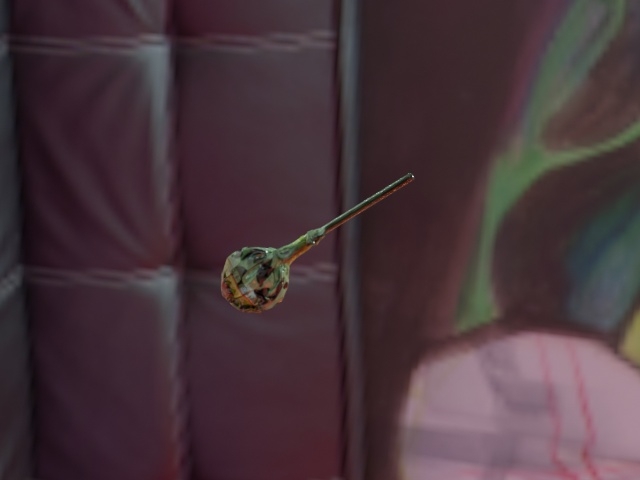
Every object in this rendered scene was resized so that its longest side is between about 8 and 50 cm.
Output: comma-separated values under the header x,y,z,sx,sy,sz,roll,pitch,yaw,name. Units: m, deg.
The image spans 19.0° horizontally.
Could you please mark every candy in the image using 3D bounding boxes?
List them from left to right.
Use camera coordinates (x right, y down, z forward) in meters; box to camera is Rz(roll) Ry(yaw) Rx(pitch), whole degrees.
x,y,z,sx,sy,sz,roll,pitch,yaw,name
0.000,0.000,0.703,0.023,0.083,0.025,51,13,-43,candy
